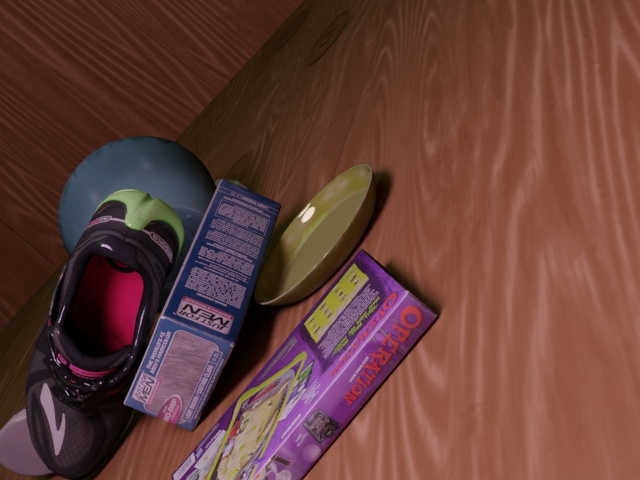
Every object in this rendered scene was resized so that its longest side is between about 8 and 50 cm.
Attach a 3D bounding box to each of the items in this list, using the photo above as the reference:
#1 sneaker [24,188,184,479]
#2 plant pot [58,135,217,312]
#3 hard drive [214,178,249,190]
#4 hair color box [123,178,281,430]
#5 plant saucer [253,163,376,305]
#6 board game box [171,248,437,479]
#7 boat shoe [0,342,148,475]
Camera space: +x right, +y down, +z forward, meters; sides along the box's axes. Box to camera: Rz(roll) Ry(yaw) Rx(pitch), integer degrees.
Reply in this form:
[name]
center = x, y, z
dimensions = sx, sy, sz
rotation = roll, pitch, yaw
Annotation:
[sneaker]
center = -0.342, 0.156, 1.565
dimensions = 0.202, 0.185, 0.483
rotation = -67, -5, -66
[plant pot]
center = -0.284, -0.010, 1.859
dimensions = 0.293, 0.293, 0.235
rotation = -50, 30, 1
[hard drive]
center = -0.271, 0.007, 2.197
dimensions = 0.307, 0.040, 0.203
rotation = -52, 16, -8
[hair color box]
center = -0.158, 0.081, 1.524
dimensions = 0.347, 0.105, 0.174
rotation = -74, 9, -56
[plant saucer]
center = 0.000, 0.000, 1.473
dimensions = 0.241, 0.037, 0.241
rotation = -45, 17, 18
[board game box]
center = -0.029, 0.173, 1.150
dimensions = 0.347, 0.056, 0.208
rotation = -50, 12, 3
[boat shoe]
center = -0.416, 0.277, 1.872
dimensions = 0.340, 0.127, 0.158
rotation = -33, 16, 27
